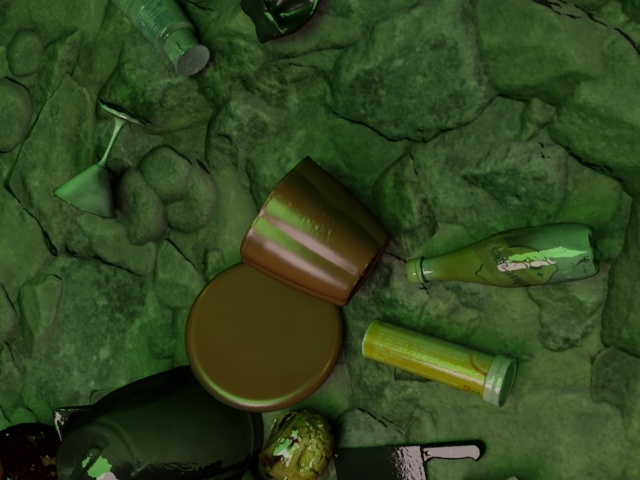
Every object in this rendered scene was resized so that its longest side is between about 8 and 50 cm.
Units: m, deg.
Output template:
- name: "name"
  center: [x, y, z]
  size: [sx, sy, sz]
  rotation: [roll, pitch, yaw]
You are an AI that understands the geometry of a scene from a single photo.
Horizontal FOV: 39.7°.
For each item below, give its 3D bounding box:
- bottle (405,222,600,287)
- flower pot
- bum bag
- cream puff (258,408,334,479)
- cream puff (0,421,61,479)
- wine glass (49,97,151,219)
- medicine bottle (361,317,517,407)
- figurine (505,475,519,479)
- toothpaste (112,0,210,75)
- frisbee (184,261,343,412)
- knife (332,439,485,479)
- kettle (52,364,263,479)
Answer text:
- name: "bottle"
  center: [0.250, 0.029, 1.245]
  size: [0.270, 0.083, 0.083]
  rotation: [-10, 86, 26]
- name: "flower pot"
  center: [0.000, 0.000, 1.319]
  size: [0.173, 0.190, 0.190]
  rotation: [35, 104, 7]
- name: "bum bag"
  center: [-0.033, -0.461, 1.380]
  size: [0.142, 0.080, 0.326]
  rotation: [26, 97, 15]
- name: "cream puff"
  center: [-0.032, 0.318, 1.358]
  size: [0.104, 0.119, 0.133]
  rotation: [44, 120, -4]
- name: "cream puff"
  center: [-0.494, 0.431, 1.525]
  size: [0.239, 0.165, 0.238]
  rotation: [1, 91, 55]
- name: "wine glass"
  center: [-0.368, -0.140, 1.512]
  size: [0.122, 0.122, 0.182]
  rotation: [28, 100, 22]
- name: "medicine bottle"
  center: [0.169, 0.174, 1.289]
  size: [0.218, 0.074, 0.073]
  rotation: [15, 96, 25]
- name: "figurine"
  center: [0.234, 0.400, 1.231]
  size: [0.125, 0.125, 0.138]
  rotation: [-11, 73, 24]
- name: "toothpaste"
  center: [-0.291, -0.401, 1.506]
  size: [0.114, 0.073, 0.299]
  rotation: [-45, 66, 19]
- name: "frisbee"
  center: [-0.090, 0.141, 1.376]
  size: [0.251, 0.021, 0.250]
  rotation: [-2, 68, 6]
- name: "knife"
  center: [0.132, 0.341, 1.337]
  size: [0.245, 0.019, 0.072]
  rotation: [-12, 89, 27]
- name: "kettle"
  center: [-0.229, 0.345, 1.331]
  size: [0.321, 0.324, 0.228]
  rotation: [42, 106, 19]
